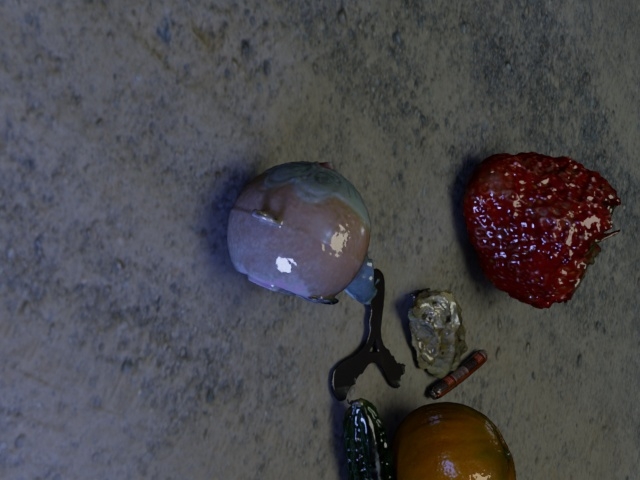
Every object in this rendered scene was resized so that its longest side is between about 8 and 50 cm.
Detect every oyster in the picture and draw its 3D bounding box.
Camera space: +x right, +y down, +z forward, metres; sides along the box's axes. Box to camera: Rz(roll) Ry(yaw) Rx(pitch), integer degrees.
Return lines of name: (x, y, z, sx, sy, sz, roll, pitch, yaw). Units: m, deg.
oyster: (0.198, 0.140, 2.034, 0.133, 0.072, 0.209, -52, 134, -36)

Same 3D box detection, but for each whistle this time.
whistle: (0.000, 0.000, 1.653, 0.348, 0.189, 0.189, 34, 65, -64)

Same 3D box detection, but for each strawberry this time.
strawberry: (0.366, -0.029, 2.167, 0.261, 0.258, 0.261, -59, 166, -25)

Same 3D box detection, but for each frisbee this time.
frisbee: (0.081, 0.170, 1.917, 0.187, 0.012, 0.211, 54, 50, -44)

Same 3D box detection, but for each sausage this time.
sausage: (0.229, 0.220, 2.124, 0.028, 0.025, 0.198, 57, 38, 4)

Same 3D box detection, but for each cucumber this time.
cucumber: (0.075, 0.344, 1.867, 0.077, 0.077, 0.265, -29, 114, -51)

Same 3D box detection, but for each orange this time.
orange: (0.206, 0.349, 1.931, 0.240, 0.171, 0.240, 60, 10, -18)
